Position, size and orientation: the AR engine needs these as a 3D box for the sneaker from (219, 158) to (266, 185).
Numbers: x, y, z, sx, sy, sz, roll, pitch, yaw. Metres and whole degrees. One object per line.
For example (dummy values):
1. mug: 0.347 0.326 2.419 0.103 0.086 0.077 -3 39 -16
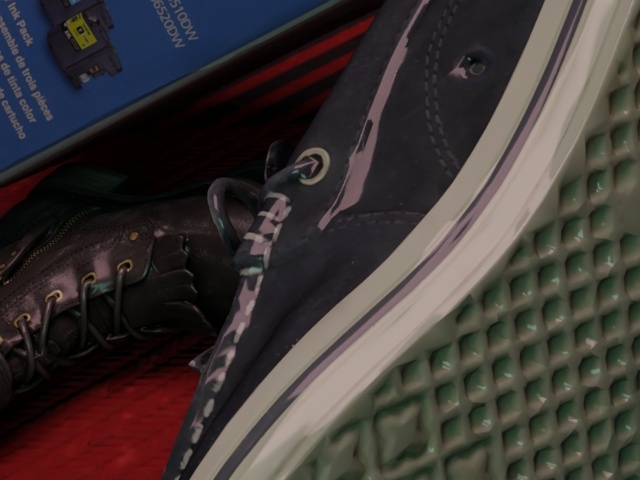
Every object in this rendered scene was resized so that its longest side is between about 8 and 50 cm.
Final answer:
1. sneaker: 0.000 0.002 0.872 0.170 0.051 0.089 10 34 21

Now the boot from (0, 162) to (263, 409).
1. boot: -0.143 0.056 0.809 0.263 0.091 0.229 9 38 43

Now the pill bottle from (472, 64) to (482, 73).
1. pill bottle: 0.176 -0.049 0.804 0.160 0.160 0.283 -19 35 -13

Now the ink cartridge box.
1. ink cartridge box: -0.033 -0.177 0.865 0.395 0.151 0.270 -22 6 25

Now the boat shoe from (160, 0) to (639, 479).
1. boat shoe: 0.049 0.029 0.614 0.156 0.187 0.500 12 68 54
